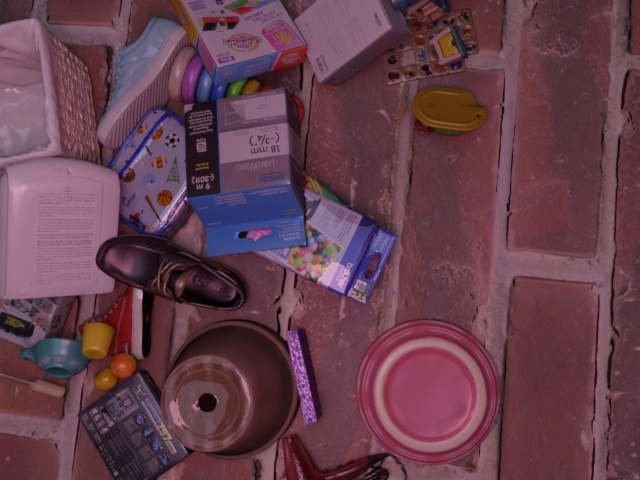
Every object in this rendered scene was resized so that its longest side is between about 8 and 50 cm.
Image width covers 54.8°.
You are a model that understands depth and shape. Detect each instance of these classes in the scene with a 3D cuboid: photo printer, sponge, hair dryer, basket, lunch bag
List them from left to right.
[{"bbox_3d":[-0.740,-0.302,1.481,0.328,0.266,0.331,-11,83,4],"label":"basket"},{"bbox_3d":[-0.580,-0.030,1.376,0.256,0.107,0.308,-2,106,-36],"label":"photo printer"},{"bbox_3d":[-0.403,-0.158,1.514,0.243,0.115,0.303,36,87,10],"label":"lunch bag"},{"bbox_3d":[-0.036,0.308,1.423,0.031,0.117,0.210,-13,82,5],"label":"sponge"},{"bbox_3d":[0.029,0.548,1.426,0.293,0.080,0.224,32,72,2],"label":"hair dryer"}]

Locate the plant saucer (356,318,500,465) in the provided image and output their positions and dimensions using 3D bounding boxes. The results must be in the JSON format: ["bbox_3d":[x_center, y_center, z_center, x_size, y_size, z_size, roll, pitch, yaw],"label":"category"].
[{"bbox_3d":[0.246,0.347,1.412,0.332,0.084,0.332,-1,83,5],"label":"plant saucer"}]

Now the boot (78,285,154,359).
[{"bbox_3d":[-0.500,0.162,1.499,0.176,0.088,0.244,3,87,7],"label":"boot"}]

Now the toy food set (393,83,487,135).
[{"bbox_3d":[0.287,-0.303,1.497,0.217,0.071,0.128,9,60,4],"label":"toy food set"}]

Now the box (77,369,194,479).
[{"bbox_3d":[-0.438,0.456,1.470,0.183,0.059,0.233,-35,81,1],"label":"box"}]

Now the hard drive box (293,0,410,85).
[{"bbox_3d":[0.069,-0.507,1.463,0.232,0.089,0.181,-28,80,38],"label":"hard drive box"}]

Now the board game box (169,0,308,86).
[{"bbox_3d":[-0.210,-0.543,1.497,0.242,0.064,0.317,-21,73,-22],"label":"board game box"}]

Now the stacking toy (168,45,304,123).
[{"bbox_3d":[-0.198,-0.355,1.520,0.330,0.141,0.141,21,86,0],"label":"stacking toy"}]

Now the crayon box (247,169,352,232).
[{"bbox_3d":[-0.107,-0.091,1.494,0.318,0.081,0.202,37,88,8],"label":"crayon box"}]

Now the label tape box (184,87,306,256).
[{"bbox_3d":[-0.166,-0.148,1.364,0.240,0.106,0.334,-7,77,12],"label":"label tape box"}]

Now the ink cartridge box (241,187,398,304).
[{"bbox_3d":[0.000,0.000,1.405,0.311,0.065,0.186,26,87,5],"label":"ink cartridge box"}]

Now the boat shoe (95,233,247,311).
[{"bbox_3d":[-0.326,0.074,1.407,0.355,0.130,0.132,16,89,-20],"label":"boat shoe"}]

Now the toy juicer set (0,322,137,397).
[{"bbox_3d":[-0.583,0.288,1.458,0.329,0.209,0.090,-17,50,17],"label":"toy juicer set"}]

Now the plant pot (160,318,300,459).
[{"bbox_3d":[-0.212,0.335,1.355,0.323,0.280,0.323,-1,83,4],"label":"plant pot"}]

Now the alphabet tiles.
[{"bbox_3d":[0.268,-0.503,1.545,0.237,0.009,0.198,-9,82,4],"label":"alphabet tiles"}]

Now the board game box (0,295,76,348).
[{"bbox_3d":[-0.712,0.091,1.519,0.224,0.097,0.303,19,85,6],"label":"board game box"}]

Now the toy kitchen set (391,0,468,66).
[{"bbox_3d":[0.276,-0.511,1.421,0.122,0.207,0.166,-24,82,32],"label":"toy kitchen set"}]

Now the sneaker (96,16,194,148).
[{"bbox_3d":[-0.461,-0.399,1.546,0.150,0.135,0.366,30,78,15],"label":"sneaker"}]
